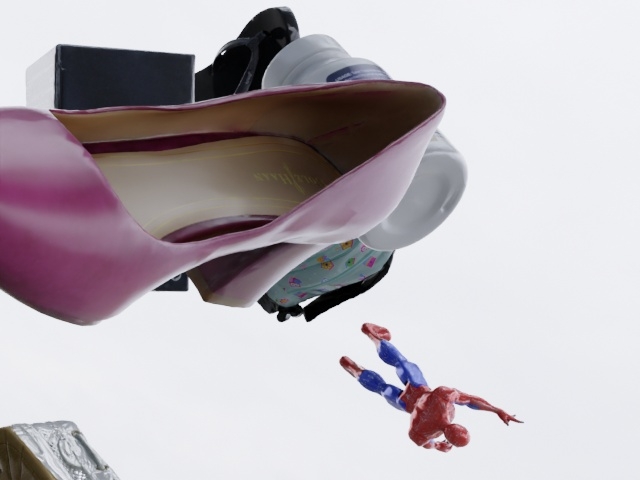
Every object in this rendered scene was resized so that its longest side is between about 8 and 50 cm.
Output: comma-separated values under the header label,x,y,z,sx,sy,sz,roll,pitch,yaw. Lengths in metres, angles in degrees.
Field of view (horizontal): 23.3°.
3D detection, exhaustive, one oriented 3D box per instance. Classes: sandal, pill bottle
label,x,y,z,sx,sy,sz,roll,pitch,yaw
sandal,-0.114,-0.225,2.100,0.254,0.054,0.097,-36,-105,41
pill bottle,0.031,-0.090,1.327,0.187,0.112,0.112,52,-9,34

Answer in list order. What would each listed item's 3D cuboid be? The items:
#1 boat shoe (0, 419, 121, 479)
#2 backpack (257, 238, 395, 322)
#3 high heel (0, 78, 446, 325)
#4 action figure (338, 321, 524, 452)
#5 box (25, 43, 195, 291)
label,x,y,z,sx,sy,sz,roll,pitch,yaw
boat shoe,-0.164,0.247,1.277,0.277,0.096,0.098,50,-49,25
backpack,0.000,0.000,1.769,0.182,0.152,0.115,-17,-33,36
high heel,-0.064,-0.054,0.819,0.127,0.181,0.377,51,15,15
action figure,0.139,0.201,1.924,0.139,0.091,0.280,29,6,-26
box,-0.273,-0.085,1.968,0.182,0.294,0.296,1,1,-18
